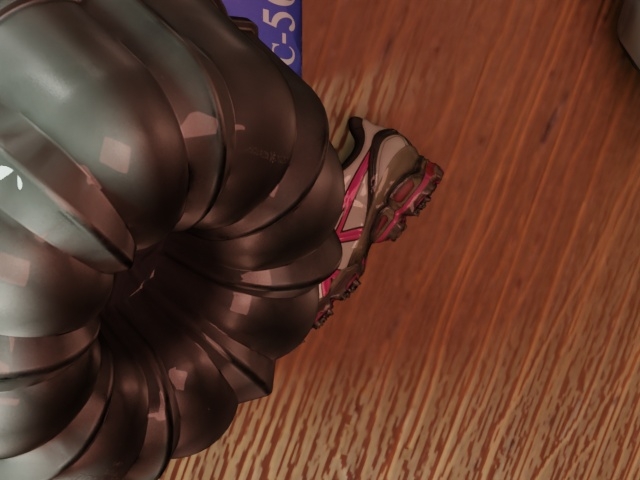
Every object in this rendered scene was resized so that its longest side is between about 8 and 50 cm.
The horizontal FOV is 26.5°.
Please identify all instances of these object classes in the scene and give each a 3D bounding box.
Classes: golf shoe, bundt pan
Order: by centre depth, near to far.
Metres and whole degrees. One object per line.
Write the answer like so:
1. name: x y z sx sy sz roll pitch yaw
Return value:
1. bundt pan: -0.110 0.015 0.789 0.331 0.124 0.330 -31 139 -32
2. golf shoe: 0.000 0.000 0.953 0.086 0.067 0.186 39 89 3

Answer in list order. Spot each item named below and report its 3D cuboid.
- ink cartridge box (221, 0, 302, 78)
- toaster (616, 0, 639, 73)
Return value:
1. ink cartridge box: -0.063 -0.197 0.883 0.097 0.046 0.207 -5 105 -18
2. toaster: 0.301 -0.147 0.919 0.129 0.227 0.146 -21 144 -12
